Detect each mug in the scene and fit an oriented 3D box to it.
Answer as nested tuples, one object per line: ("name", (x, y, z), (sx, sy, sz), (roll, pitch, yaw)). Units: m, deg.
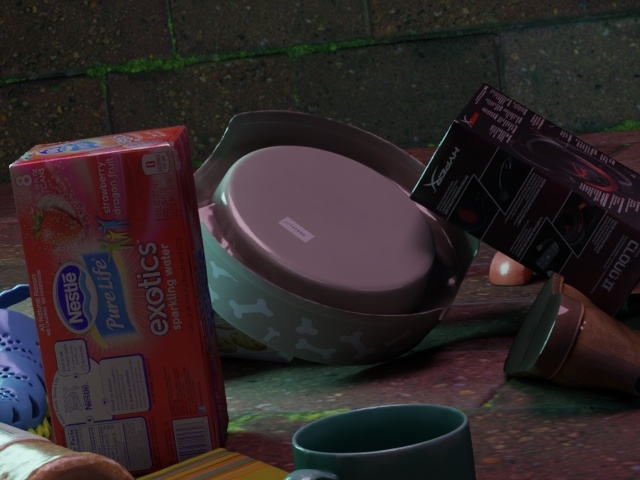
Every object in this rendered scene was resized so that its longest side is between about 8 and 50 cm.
("mug", (0.036, 0.185, 1.294), (0.158, 0.097, 0.129), (-10, 10, -14))

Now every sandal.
("sandal", (-0.324, 0.133, 1.813), (0.126, 0.138, 0.317), (-5, 11, 4))

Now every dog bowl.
("dog bowl", (0.000, 0.000, 1.981), (0.349, 0.102, 0.349), (15, 36, -11))

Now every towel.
("towel", (-0.066, 0.215, 1.457), (0.102, 0.021, 0.237), (-19, 14, -29))

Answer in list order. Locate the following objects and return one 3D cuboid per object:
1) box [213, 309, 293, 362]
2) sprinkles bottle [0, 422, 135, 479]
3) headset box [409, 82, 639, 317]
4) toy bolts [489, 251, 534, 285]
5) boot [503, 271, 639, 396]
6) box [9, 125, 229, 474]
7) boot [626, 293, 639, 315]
("box", (-0.145, 0.092, 2.095), (0.324, 0.067, 0.063), (3, 48, 45))
("sprinkles bottle", (-0.268, 0.198, 1.385), (0.121, 0.121, 0.355), (-13, 11, -33))
("headset box", (0.268, -0.043, 2.012), (0.293, 0.110, 0.218), (30, 21, 3))
("toy bolts", (0.326, -0.033, 2.266), (0.228, 0.158, 0.218), (2, 12, 45))
("boot", (0.254, 0.104, 1.751), (0.115, 0.112, 0.305), (23, 4, -1))
("box", (-0.181, 0.056, 1.642), (0.154, 0.300, 0.142), (-8, 10, 2))
("boot", (0.376, 0.073, 1.950), (0.114, 0.037, 0.106), (-1, 6, 39))
